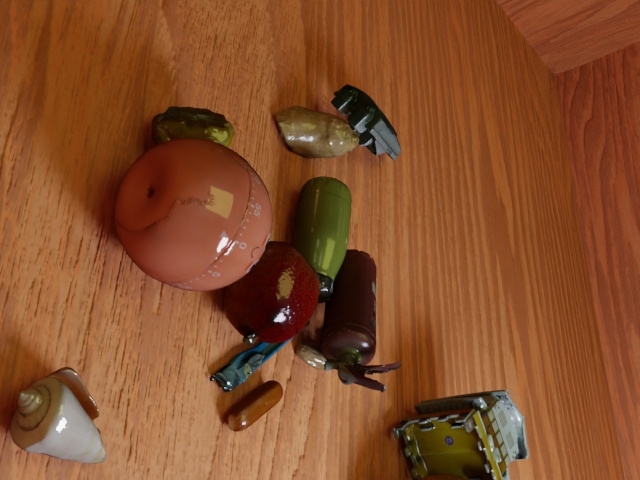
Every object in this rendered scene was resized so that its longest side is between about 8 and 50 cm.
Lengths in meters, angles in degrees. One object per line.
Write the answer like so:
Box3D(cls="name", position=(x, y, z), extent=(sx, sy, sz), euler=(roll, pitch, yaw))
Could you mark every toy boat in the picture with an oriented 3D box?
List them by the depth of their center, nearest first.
Box3D(cls="toy boat", position=(0.126, -0.265, 1.716), extent=(0.141, 0.092, 0.319), euler=(50, 8, 24))

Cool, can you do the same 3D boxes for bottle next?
Box3D(cls="bottle", position=(0.000, 0.000, 1.425), extent=(0.112, 0.112, 0.260), euler=(38, 46, -38))

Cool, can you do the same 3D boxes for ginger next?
Box3D(cls="ginger", position=(0.022, 0.220, 1.406), extent=(0.173, 0.051, 0.070), euler=(-7, 76, -57))
Box3D(cls="ginger", position=(-0.004, -0.237, 1.540), extent=(0.193, 0.122, 0.115), euler=(-1, 95, -48))

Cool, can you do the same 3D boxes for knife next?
Box3D(cls="knife", position=(-0.098, 0.193, 1.275), extent=(0.044, 0.026, 0.296), euler=(56, 36, 0))

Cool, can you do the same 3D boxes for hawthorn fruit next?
Box3D(cls="hawthorn fruit", position=(-0.093, 0.097, 1.216), extent=(0.169, 0.169, 0.188), euler=(56, 48, -21))

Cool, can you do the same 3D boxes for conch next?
Box3D(cls="conch", position=(-0.319, 0.227, 0.898), extent=(0.176, 0.094, 0.104), euler=(39, 6, -44))

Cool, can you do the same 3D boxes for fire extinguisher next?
Box3D(cls="fire extinguisher", position=(0.078, 0.159, 1.370), extent=(0.337, 0.147, 0.107), euler=(-86, 170, -51))

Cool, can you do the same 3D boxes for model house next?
Box3D(cls="model house", position=(0.308, 0.439, 1.541), extent=(0.215, 0.224, 0.199), euler=(-24, 93, -55))

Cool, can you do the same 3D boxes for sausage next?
Box3D(cls="sausage", position=(-0.112, 0.281, 1.199), extent=(0.131, 0.041, 0.039), euler=(-30, 121, -55))

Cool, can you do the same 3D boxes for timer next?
Box3D(cls="timer", position=(-0.189, -0.038, 1.081), extent=(0.215, 0.229, 0.230), euler=(29, 52, -51))

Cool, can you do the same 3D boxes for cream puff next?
Box3D(cls="cream puff", position=(-0.220, -0.160, 1.206), extent=(0.146, 0.146, 0.116), euler=(-21, 130, -56))

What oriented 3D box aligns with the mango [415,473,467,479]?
Box3D(cls="mango", position=(0.208, 0.630, 1.324), extent=(0.264, 0.221, 0.378), euler=(45, 54, -20))
